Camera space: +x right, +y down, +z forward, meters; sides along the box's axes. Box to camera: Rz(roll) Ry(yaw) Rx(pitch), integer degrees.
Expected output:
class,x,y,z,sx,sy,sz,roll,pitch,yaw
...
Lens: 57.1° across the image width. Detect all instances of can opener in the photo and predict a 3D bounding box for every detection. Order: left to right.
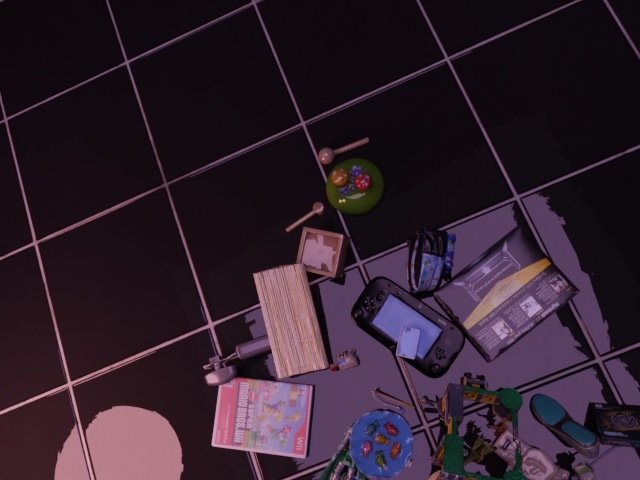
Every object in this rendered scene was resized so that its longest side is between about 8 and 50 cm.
class,x,y,z,sx,sy,sz,roll,pitch,yaw
can opener,-0.211,0.348,1.737,0.283,0.076,0.095,-20,77,5

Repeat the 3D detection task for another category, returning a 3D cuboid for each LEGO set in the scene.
class,x,y,z,sx,sy,sz,roll,pitch,yaw
LEGO set,0.395,0.533,1.511,0.254,0.192,0.331,4,48,-2

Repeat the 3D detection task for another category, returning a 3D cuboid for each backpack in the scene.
class,x,y,z,sx,sy,sz,roll,pitch,yaw
backpack,0.305,0.064,1.652,0.116,0.158,0.173,8,77,-3

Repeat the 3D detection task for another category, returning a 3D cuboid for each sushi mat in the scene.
class,x,y,z,sx,sy,sz,roll,pitch,yaw
sushi mat,-0.085,0.227,1.692,0.151,0.019,0.317,-14,85,1

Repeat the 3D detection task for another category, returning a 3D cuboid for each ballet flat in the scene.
class,x,y,z,sx,sy,sz,roll,pitch,yaw
ballet flat,0.625,0.481,1.512,0.072,0.068,0.213,-29,29,-11

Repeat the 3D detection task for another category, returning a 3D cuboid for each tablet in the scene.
class,x,y,z,sx,sy,sz,roll,pitch,yaw
tablet,0.243,0.282,1.628,0.054,0.006,0.083,11,83,15

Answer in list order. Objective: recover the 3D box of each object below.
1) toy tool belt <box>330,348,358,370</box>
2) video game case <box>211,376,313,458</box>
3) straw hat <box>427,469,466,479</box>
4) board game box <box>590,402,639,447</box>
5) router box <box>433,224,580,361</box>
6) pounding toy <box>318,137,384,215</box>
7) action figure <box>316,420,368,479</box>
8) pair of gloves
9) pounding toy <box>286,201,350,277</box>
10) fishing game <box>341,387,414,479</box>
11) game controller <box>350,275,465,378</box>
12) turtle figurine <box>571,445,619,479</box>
class,x,y,z,sx,sy,sz,roll,pitch,yaw
toy tool belt,0.065,0.344,1.700,0.083,0.052,0.051,-16,44,4
video game case,-0.169,0.512,1.717,0.285,0.025,0.204,3,78,12
straw hat,0.331,0.674,1.539,0.144,0.061,0.145,-8,74,27
board game box,0.796,0.469,1.487,0.186,0.126,0.026,1,119,12
router box,0.509,0.148,1.631,0.309,0.081,0.243,-38,73,1
pounding toy,0.091,-0.201,1.780,0.182,0.110,0.237,-17,75,7
action figure,0.084,0.600,1.628,0.137,0.063,0.232,21,82,13
pair of gloves,0.511,0.648,1.540,0.204,0.042,0.240,32,83,20
pounding toy,-0.007,-0.007,1.758,0.181,0.094,0.206,11,89,19
fishing game,0.171,0.557,1.598,0.189,0.041,0.264,27,74,-7
game controller,0.244,0.241,1.661,0.319,0.067,0.166,34,104,16
turtle figurine,0.637,0.657,1.441,0.266,0.275,0.198,-5,119,20
